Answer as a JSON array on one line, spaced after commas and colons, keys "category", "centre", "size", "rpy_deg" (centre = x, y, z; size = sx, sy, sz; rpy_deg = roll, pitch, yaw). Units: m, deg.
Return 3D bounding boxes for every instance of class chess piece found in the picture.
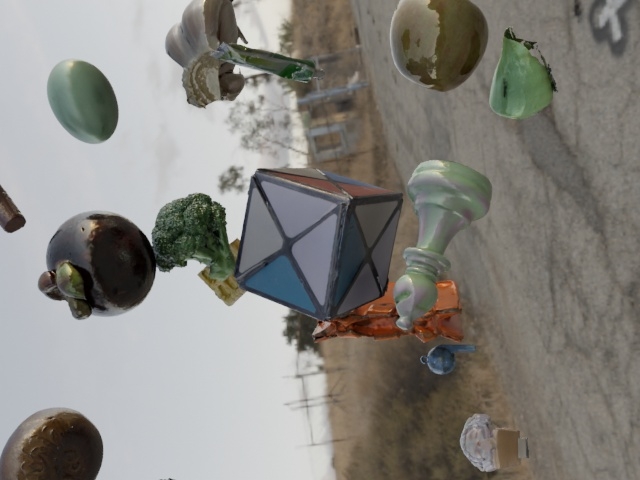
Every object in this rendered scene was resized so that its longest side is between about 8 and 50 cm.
[{"category": "chess piece", "centre": [0.175, 0.015, 1.059], "size": [0.139, 0.139, 0.272], "rpy_deg": [69, -139, -67]}]

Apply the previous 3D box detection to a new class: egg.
[{"category": "egg", "centre": [-0.628, -0.368, 1.754], "size": [0.168, 0.168, 0.231], "rpy_deg": [-82, -28, -69]}]

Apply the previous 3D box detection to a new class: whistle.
[{"category": "whistle", "centre": [0.366, 0.342, 1.892], "size": [0.090, 0.158, 0.090], "rpy_deg": [-1, -90, -80]}]

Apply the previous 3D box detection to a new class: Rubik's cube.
[{"category": "Rubik's cube", "centre": [0.000, 0.000, 1.641], "size": [0.307, 0.305, 0.310], "rpy_deg": [-15, -60, -59]}]

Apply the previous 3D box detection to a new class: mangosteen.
[{"category": "mangosteen", "centre": [-0.555, 0.067, 1.645], "size": [0.288, 0.288, 0.288], "rpy_deg": [-7, -90, -84]}]

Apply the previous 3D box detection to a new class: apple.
[{"category": "apple", "centre": [0.292, -0.508, 1.675], "size": [0.257, 0.257, 0.234], "rpy_deg": [-80, 16, -71]}]

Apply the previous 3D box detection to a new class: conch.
[{"category": "conch", "centre": [0.507, -0.400, 1.638], "size": [0.250, 0.137, 0.143], "rpy_deg": [97, 151, -56]}]

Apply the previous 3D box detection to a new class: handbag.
[{"category": "handbag", "centre": [0.191, 0.197, 1.872], "size": [0.303, 0.410, 0.116], "rpy_deg": [-47, -46, -77]}]

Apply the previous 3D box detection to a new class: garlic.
[{"category": "garlic", "centre": [-0.252, -0.459, 1.591], "size": [0.237, 0.210, 0.292], "rpy_deg": [42, -147, -28]}]

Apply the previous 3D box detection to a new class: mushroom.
[{"category": "mushroom", "centre": [-0.674, 0.573, 1.675], "size": [0.278, 0.163, 0.297], "rpy_deg": [61, -145, -44]}]

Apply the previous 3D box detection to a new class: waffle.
[{"category": "waffle", "centre": [-0.306, 0.112, 2.298], "size": [0.168, 0.274, 0.057], "rpy_deg": [44, -137, -6]}]

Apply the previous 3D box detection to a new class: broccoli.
[{"category": "broccoli", "centre": [-0.345, 0.002, 1.850], "size": [0.270, 0.270, 0.270], "rpy_deg": [44, -164, -12]}]

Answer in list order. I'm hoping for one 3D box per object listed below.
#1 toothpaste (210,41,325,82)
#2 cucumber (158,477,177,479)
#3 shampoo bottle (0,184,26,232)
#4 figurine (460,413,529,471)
[{"category": "toothpaste", "centre": [-0.101, -0.370, 1.370], "size": [0.078, 0.248, 0.047], "rpy_deg": [-8, 78, 60]}, {"category": "cucumber", "centre": [-0.233, 0.533, 1.292], "size": [0.077, 0.265, 0.077], "rpy_deg": [-13, -74, -54]}, {"category": "shampoo bottle", "centre": [-0.885, -0.122, 1.781], "size": [0.067, 0.236, 0.068], "rpy_deg": [-22, -28, -49]}, {"category": "figurine", "centre": [0.475, 0.583, 1.891], "size": [0.237, 0.141, 0.162], "rpy_deg": [161, 109, -69]}]
